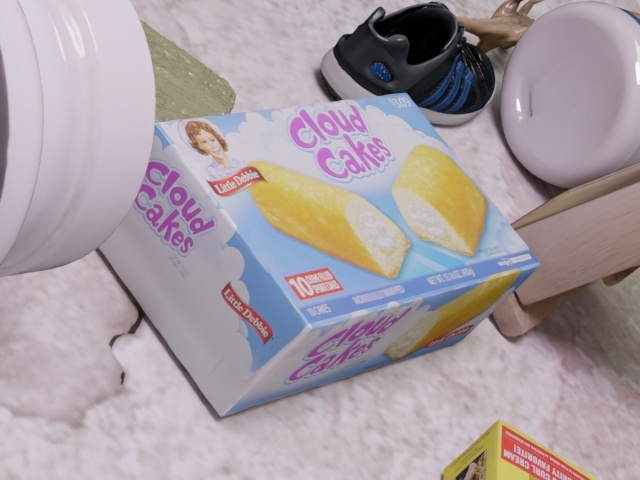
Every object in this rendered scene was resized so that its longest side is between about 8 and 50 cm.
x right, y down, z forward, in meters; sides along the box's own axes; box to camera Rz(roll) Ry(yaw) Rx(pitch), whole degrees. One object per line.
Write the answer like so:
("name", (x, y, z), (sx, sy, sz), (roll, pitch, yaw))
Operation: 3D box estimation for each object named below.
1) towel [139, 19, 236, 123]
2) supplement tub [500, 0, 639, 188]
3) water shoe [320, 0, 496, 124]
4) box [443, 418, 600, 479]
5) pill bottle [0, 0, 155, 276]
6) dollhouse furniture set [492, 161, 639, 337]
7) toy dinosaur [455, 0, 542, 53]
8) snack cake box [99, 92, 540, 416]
("towel", (-0.121, -0.104, 1.228), (0.148, 0.027, 0.110), (33, 31, -15))
("supplement tub", (0.254, -0.103, 1.542), (0.199, 0.144, 0.144), (8, 45, -44))
("water shoe", (0.086, -0.133, 1.448), (0.203, 0.080, 0.073), (-12, 61, -54))
("box", (0.112, 0.209, 1.081), (0.087, 0.058, 0.232), (33, 32, -15))
("pill bottle", (-0.252, -0.052, 0.836), (0.363, 0.210, 0.210), (-8, 58, -53))
("dollhouse furniture set", (0.315, 0.124, 1.334), (0.362, 0.256, 0.394), (-28, 95, -57))
("toy dinosaur", (0.153, -0.172, 1.557), (0.053, 0.092, 0.183), (62, 21, 10))
("snack cake box", (0.000, 0.000, 1.179), (0.152, 0.089, 0.264), (54, 32, 16))
